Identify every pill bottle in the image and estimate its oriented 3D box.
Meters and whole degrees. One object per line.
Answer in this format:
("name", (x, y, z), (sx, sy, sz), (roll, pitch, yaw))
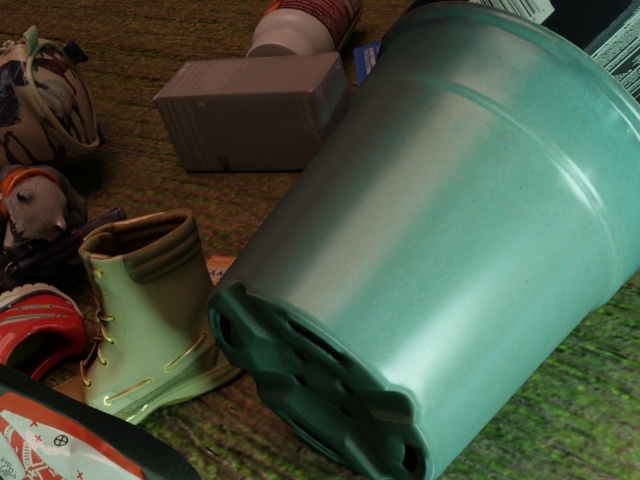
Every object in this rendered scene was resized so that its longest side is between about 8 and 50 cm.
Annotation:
("pill bottle", (-0.025, -0.295, 1.813), (0.121, 0.121, 0.221), (-1, 38, 25))

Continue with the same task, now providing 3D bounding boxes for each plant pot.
("plant pot", (0.094, 0.020, 1.158), (0.341, 0.341, 0.334), (19, 57, 42))

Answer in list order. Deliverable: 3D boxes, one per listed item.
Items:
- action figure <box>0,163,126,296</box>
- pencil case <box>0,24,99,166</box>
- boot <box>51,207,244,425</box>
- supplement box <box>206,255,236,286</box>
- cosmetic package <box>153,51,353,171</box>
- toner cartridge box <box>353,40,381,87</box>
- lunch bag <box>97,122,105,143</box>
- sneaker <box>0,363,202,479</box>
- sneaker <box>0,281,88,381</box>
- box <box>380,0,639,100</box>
("action figure", (-0.430, -0.006, 1.542), (0.330, 0.179, 0.341), (-12, 16, 44))
("pencil case", (-0.510, -0.155, 1.758), (0.410, 0.184, 0.160), (-16, 15, 20))
("boot", (-0.218, 0.093, 1.285), (0.262, 0.203, 0.095), (-23, 34, -7))
("supplement box", (-0.115, 0.061, 1.430), (0.062, 0.036, 0.098), (3, 40, 29))
("cosmetic package", (-0.079, -0.165, 1.653), (0.238, 0.127, 0.107), (1, 39, 30))
("toner cartridge box", (0.136, -0.149, 1.570), (0.165, 0.075, 0.348), (-13, 34, 6))
("lunch bag", (-0.390, -0.203, 1.855), (0.151, 0.129, 0.096), (13, 46, 40))
("sneaker", (-0.253, 0.232, 1.220), (0.270, 0.145, 0.090), (25, 7, 8))
("sneaker", (-0.382, 0.147, 1.387), (0.279, 0.107, 0.118), (-35, 46, -18))
("box", (0.276, -0.250, 1.348), (0.294, 0.183, 0.296), (-16, -20, -43))
